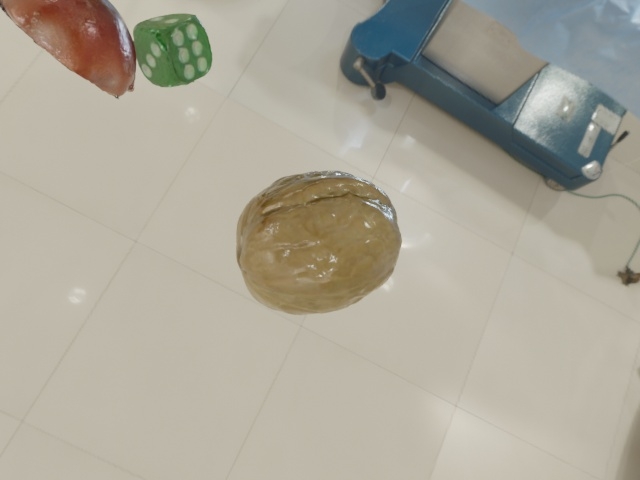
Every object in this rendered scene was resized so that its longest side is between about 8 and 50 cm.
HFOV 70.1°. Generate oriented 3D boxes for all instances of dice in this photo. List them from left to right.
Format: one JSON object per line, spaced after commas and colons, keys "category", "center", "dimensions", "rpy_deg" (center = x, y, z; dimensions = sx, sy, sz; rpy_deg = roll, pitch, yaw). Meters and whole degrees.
{"category": "dice", "center": [-0.321, -0.417, 0.999], "dimensions": [0.120, 0.128, 0.131], "rpy_deg": [19, 45, 30]}

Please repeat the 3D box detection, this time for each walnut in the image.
{"category": "walnut", "center": [0.000, -0.002, 0.840], "dimensions": [0.313, 0.277, 0.252], "rpy_deg": [-13, 98, -17]}

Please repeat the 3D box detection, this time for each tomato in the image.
{"category": "tomato", "center": [-0.384, -0.347, 0.746], "dimensions": [0.112, 0.228, 0.199], "rpy_deg": [-45, 54, 12]}
